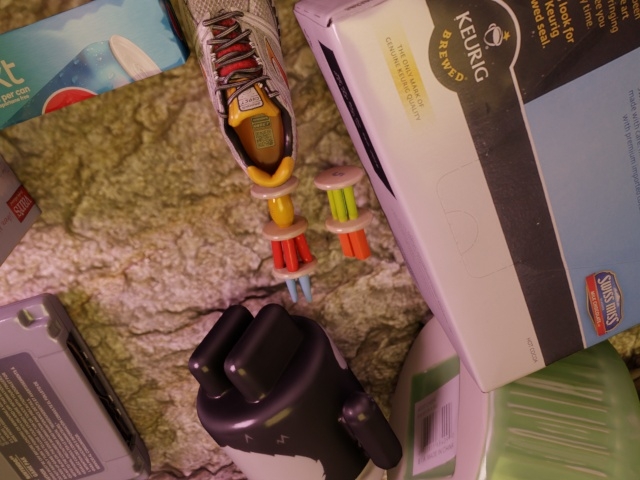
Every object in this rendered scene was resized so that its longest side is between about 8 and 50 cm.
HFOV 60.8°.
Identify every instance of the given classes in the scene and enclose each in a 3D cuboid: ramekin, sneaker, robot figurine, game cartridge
[{"bbox_3d":[0.190,0.218,0.619,0.148,0.303,0.303,15,113,-9],"label":"ramekin"},{"bbox_3d":[-0.065,-0.152,0.500,0.088,0.092,0.225,-19,117,0],"label":"sneaker"},{"bbox_3d":[-0.033,0.203,0.635,0.174,0.209,0.278,-34,117,-7],"label":"robot figurine"},{"bbox_3d":[-0.353,0.211,0.656,0.196,0.060,0.294,-18,117,-4],"label":"game cartridge"}]

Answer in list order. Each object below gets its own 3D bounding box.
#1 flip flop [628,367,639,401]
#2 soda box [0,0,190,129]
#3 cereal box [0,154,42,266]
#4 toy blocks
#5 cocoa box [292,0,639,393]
[{"bbox_3d":[0.414,0.215,0.778,0.277,0.080,0.112,-9,113,-22],"label":"flip flop"},{"bbox_3d":[-0.228,-0.160,0.483,0.210,0.067,0.071,-19,118,1],"label":"soda box"},{"bbox_3d":[-0.341,-0.079,0.445,0.048,0.173,0.240,-23,117,2],"label":"cereal box"},{"bbox_3d":[0.000,0.000,0.597,0.123,0.054,0.148,-7,118,12],"label":"toy blocks"},{"bbox_3d":[0.158,-0.091,0.489,0.228,0.231,0.347,-26,117,4],"label":"cocoa box"}]
